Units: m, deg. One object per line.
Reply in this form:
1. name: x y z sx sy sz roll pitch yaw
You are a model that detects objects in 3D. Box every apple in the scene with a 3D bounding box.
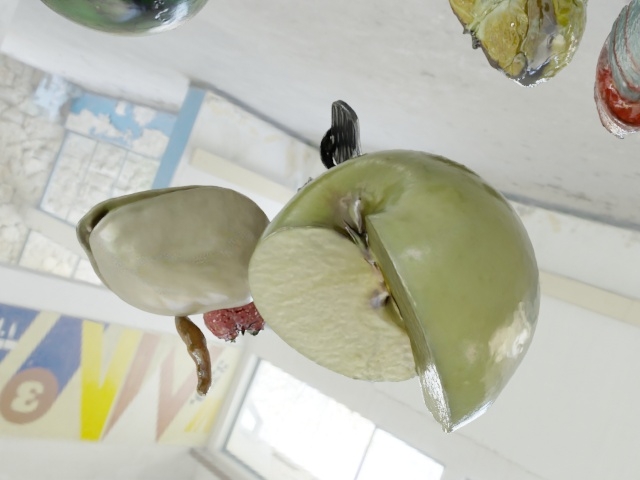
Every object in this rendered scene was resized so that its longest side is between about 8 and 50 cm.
1. apple: 0.095 0.038 0.766 0.295 0.233 0.257 7 139 50

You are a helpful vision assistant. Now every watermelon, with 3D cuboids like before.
1. watermelon: -0.330 -0.503 1.178 0.364 0.363 0.363 20 180 0

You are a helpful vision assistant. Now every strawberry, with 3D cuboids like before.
1. strawberry: -0.162 0.112 1.332 0.131 0.148 0.131 -21 -170 4

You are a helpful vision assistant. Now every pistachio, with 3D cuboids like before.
1. pistachio: -0.216 0.015 1.122 0.332 0.226 0.208 7 -155 -35

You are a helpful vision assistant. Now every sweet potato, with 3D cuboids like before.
1. sweet potato: -0.198 0.172 1.140 0.044 0.044 0.179 21 -152 -44

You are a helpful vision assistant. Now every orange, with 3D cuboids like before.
1. orange: 0.399 -0.496 1.405 0.368 0.211 0.271 61 169 14

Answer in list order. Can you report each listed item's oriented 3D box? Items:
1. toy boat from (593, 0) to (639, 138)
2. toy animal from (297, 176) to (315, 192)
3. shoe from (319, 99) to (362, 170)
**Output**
1. toy boat: 0.466 -0.281 1.056 0.096 0.205 0.282 -1 167 14
2. toy animal: 0.000 0.000 1.145 0.097 0.157 0.312 -17 -160 8
3. shoe: 0.022 -0.121 0.955 0.062 0.053 0.159 41 159 23
